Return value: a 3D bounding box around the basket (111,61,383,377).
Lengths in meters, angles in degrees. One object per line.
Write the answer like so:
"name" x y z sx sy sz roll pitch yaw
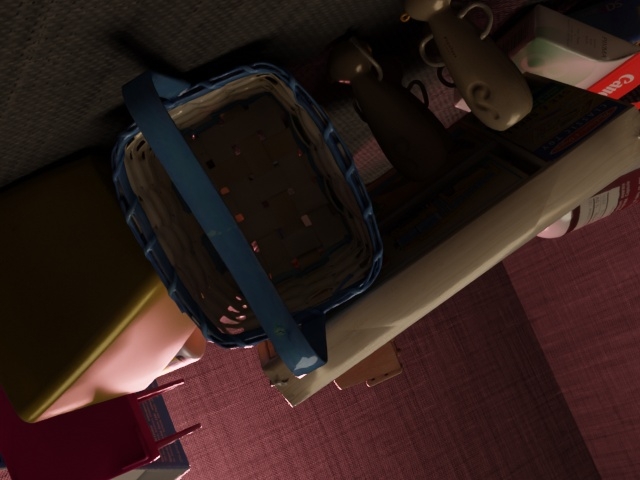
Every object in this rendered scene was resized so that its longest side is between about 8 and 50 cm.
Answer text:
"basket" -0.066 -0.032 0.803 0.201 0.255 0.289 -27 -171 10

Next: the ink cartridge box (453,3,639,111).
"ink cartridge box" 0.301 -0.182 1.120 0.224 0.056 0.181 19 156 -16

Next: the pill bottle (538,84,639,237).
"pill bottle" 0.412 -0.137 1.513 0.392 0.224 0.224 -22 172 -11

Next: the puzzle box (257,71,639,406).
"puzzle box" 0.104 -0.020 0.950 0.408 0.052 0.272 -36 -161 2

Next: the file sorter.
"file sorter" -0.313 0.166 1.229 0.202 0.291 0.182 -26 174 18

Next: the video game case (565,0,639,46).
"video game case" 0.408 -0.267 1.244 0.269 0.061 0.244 -22 171 -8

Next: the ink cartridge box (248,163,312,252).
"ink cartridge box" -0.017 0.001 1.252 0.154 0.213 0.093 -20 168 -15

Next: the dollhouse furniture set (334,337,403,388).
"dollhouse furniture set" 0.024 0.130 1.831 0.198 0.287 0.303 -21 -177 9

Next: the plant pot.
"plant pot" -0.222 0.029 0.944 0.187 0.212 0.212 -38 168 18

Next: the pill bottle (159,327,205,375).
"pill bottle" -0.320 0.191 1.653 0.208 0.119 0.119 -23 172 14

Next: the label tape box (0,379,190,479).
"label tape box" -0.392 0.265 1.403 0.347 0.249 0.115 14 128 -47

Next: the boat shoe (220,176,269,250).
"boat shoe" -0.131 -0.022 1.186 0.095 0.112 0.335 -28 -179 -34

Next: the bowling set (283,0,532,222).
"bowling set" 0.097 -0.156 0.932 0.287 0.154 0.200 -32 -173 41
